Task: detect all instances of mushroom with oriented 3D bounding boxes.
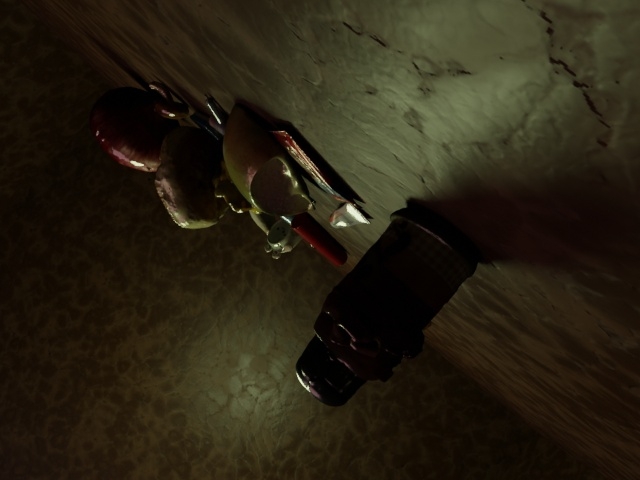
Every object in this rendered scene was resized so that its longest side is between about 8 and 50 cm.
[{"bbox_3d":[-0.228,-0.096,1.893,0.225,0.116,0.093,67,150,24],"label":"mushroom"},{"bbox_3d":[-0.445,-0.396,1.306,0.129,0.073,0.088,43,-155,-19],"label":"mushroom"}]

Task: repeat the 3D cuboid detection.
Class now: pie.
[{"bbox_3d":[-0.349,-0.186,1.335,0.093,0.314,0.315,7,159,27],"label":"pie"}]

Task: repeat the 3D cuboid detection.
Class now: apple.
[{"bbox_3d":[-0.123,-0.147,0.897,0.193,0.120,0.265,50,177,23],"label":"apple"}]

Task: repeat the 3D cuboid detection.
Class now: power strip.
[{"bbox_3d":[-0.307,-0.314,1.225,0.123,0.032,0.056,35,173,46],"label":"power strip"}]

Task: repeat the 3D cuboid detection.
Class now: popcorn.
[{"bbox_3d":[-0.216,-0.156,1.314,0.198,0.155,0.197,34,-172,-5],"label":"popcorn"}]

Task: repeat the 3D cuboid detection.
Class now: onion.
[{"bbox_3d":[-0.643,-0.429,1.656,0.348,0.286,0.347,36,-143,-33],"label":"onion"}]

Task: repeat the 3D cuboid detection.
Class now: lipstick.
[{"bbox_3d":[0.001,0.000,1.607,0.280,0.073,0.073,42,175,-42],"label":"lipstick"}]

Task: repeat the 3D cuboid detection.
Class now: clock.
[{"bbox_3d":[-0.143,-0.022,1.778,0.062,0.191,0.152,43,174,-40],"label":"clock"}]

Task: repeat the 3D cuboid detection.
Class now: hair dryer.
[{"bbox_3d":[-0.225,-0.275,0.974,0.063,0.037,0.114,39,168,27],"label":"hair dryer"}]

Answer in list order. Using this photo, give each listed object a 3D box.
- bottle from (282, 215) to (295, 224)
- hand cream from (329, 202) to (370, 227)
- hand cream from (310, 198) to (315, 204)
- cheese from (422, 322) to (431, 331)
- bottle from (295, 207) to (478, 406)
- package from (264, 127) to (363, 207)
[{"bbox_3d":[-0.152,-0.125,1.623,0.217,0.060,0.060,38,176,-17],"label":"bottle"},{"bbox_3d":[0.051,-0.051,0.948,0.053,0.038,0.216,16,174,-11],"label":"hand cream"},{"bbox_3d":[-0.027,-0.100,1.205,0.030,0.019,0.093,41,169,1],"label":"hand cream"},{"bbox_3d":[0.321,0.276,1.731,0.171,0.126,0.093,60,177,-12],"label":"cheese"},{"bbox_3d":[0.078,0.095,0.590,0.143,0.271,0.156,36,174,35],"label":"bottle"},{"bbox_3d":[-0.009,-0.121,0.768,0.200,0.022,0.083,41,176,-33],"label":"package"}]
